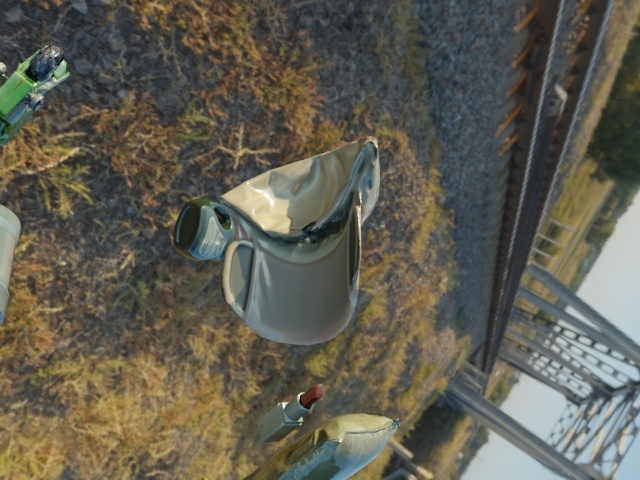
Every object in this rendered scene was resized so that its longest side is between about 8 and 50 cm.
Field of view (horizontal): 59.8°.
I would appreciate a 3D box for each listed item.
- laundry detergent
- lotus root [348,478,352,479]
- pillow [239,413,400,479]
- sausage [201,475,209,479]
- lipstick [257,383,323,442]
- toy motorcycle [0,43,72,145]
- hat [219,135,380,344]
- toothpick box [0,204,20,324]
[{"bbox_3d":[-0.257,-0.018,1.337,0.221,0.078,0.145,20,83,-67],"label":"laundry detergent"},{"bbox_3d":[0.031,0.511,1.105,0.191,0.094,0.108,-88,166,-50],"label":"lotus root"},{"bbox_3d":[-0.042,0.314,0.726,0.302,0.075,0.185,-39,153,17],"label":"pillow"},{"bbox_3d":[-0.209,0.491,1.068,0.015,0.100,0.015,-16,125,-24],"label":"sausage"},{"bbox_3d":[-0.034,0.214,0.698,0.030,0.030,0.129,12,135,-35],"label":"lipstick"},{"bbox_3d":[-0.433,-0.198,0.793,0.190,0.074,0.106,-52,-163,-10],"label":"toy motorcycle"},{"bbox_3d":[0.000,0.000,0.663,0.164,0.219,0.226,-11,89,-58],"label":"hat"},{"bbox_3d":[-0.453,0.034,0.720,0.101,0.153,0.101,-8,141,-7],"label":"toothpick box"}]
